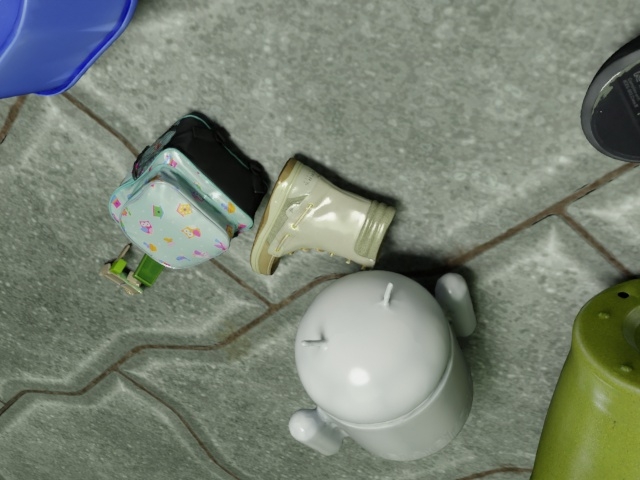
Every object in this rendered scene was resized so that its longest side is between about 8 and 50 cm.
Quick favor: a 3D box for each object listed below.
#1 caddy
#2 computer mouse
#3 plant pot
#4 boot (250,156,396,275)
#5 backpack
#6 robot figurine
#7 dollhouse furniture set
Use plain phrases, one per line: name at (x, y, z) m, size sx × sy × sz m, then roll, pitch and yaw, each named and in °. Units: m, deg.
caddy at (-0.329, -0.293, 0.802) m, size 0.341 × 0.179 × 0.241 m, roll -26°, pitch 94°, yaw 42°
computer mouse at (0.371, -0.158, 0.673) m, size 0.272 × 0.072 × 0.188 m, roll -20°, pitch 120°, yaw 24°
plant pot at (0.417, 0.246, 0.871) m, size 0.366 × 0.366 × 0.353 m, roll 4°, pitch 122°, yaw 23°
boot at (0.000, 0.000, 1.003) m, size 0.165 × 0.077 × 0.213 m, roll 23°, pitch 138°, yaw 0°
backpack at (-0.188, -0.048, 0.999) m, size 0.166 × 0.144 × 0.188 m, roll 41°, pitch 139°, yaw -24°
robot figurine at (0.089, 0.168, 0.994) m, size 0.200 × 0.300 × 0.353 m, roll 40°, pitch 171°, yaw 35°
dollhouse furniture set at (-0.307, 0.045, 1.236) m, size 0.076 × 0.059 × 0.151 m, roll 37°, pitch 157°, yaw -22°
